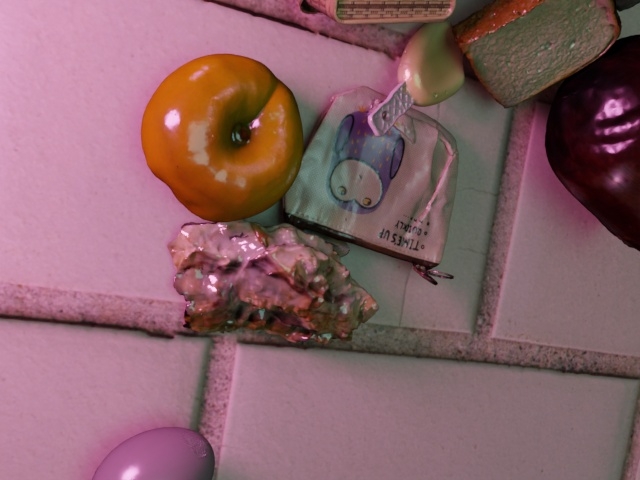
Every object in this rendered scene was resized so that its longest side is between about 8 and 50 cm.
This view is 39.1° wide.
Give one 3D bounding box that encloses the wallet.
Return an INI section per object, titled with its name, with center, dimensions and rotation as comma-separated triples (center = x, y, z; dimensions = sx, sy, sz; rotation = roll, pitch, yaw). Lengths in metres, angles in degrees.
[wallet]
center = 0.107, -0.095, 1.495
dimensions = 0.335, 0.068, 0.275
rotation = 20, 80, -26

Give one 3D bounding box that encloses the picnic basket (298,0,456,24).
[picnic basket]
center = 0.095, -0.475, 1.324
dimensions = 0.227, 0.175, 0.313
rotation = -7, 121, -27

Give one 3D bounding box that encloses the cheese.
[cheese]
center = 0.155, -0.252, 1.474
dimensions = 0.255, 0.050, 0.127
rotation = -49, 120, -31

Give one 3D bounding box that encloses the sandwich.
[sandwich]
center = 0.365, -0.351, 1.498
dimensions = 0.251, 0.087, 0.226
rotation = -31, 141, 17

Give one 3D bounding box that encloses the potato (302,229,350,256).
[potato]
center = 0.000, 0.001, 1.485
dimensions = 0.093, 0.036, 0.037
rotation = 21, 130, -25

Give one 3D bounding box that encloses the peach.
[peach]
center = -0.137, -0.153, 1.323
dimensions = 0.251, 0.153, 0.251
rotation = 2, 86, -41

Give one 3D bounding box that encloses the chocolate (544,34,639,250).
[chocolate]
center = 0.582, -0.199, 1.600
dimensions = 0.331, 0.383, 0.384
rotation = 39, 79, -18

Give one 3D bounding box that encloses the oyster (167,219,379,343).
[oyster]
center = -0.063, 0.073, 1.404
dimensions = 0.354, 0.107, 0.201
rotation = 8, 105, -21

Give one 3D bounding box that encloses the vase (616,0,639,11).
[vase]
center = 0.430, -0.549, 1.514
dimensions = 0.291, 0.245, 0.245
rotation = 13, 92, -24

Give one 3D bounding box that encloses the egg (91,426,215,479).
[egg]
center = -0.248, 0.358, 1.344
dimensions = 0.198, 0.146, 0.147
rotation = -23, 109, -30
